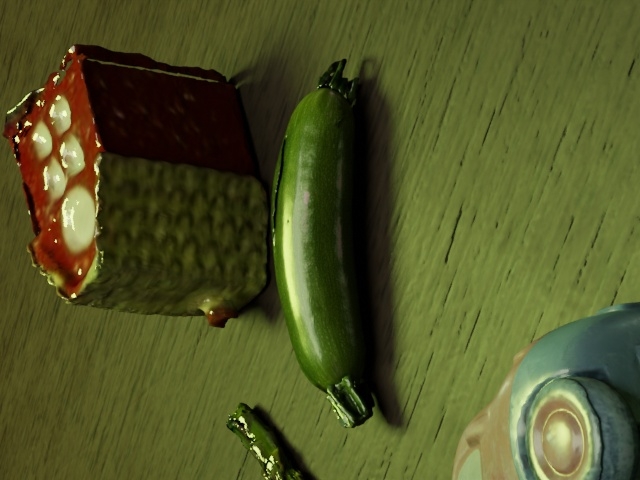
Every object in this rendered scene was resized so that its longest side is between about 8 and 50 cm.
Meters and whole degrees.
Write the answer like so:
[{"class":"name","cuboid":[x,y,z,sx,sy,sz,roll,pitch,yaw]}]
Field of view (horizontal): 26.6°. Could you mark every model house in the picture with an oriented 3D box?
[{"class":"model house","cuboid":[-0.165,-0.035,1.269,0.160,0.196,0.254,-45,53,37]}]

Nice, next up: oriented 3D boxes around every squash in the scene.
[{"class":"squash","cuboid":[-0.002,0.001,1.153,0.080,0.071,0.319,-15,74,49]}]

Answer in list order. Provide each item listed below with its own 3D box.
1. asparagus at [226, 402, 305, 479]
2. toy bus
[{"class":"asparagus","cuboid":[-0.039,0.205,1.209,0.036,0.030,0.165,-46,45,7]},{"class":"toy bus","cuboid":[0.182,0.195,0.810,0.232,0.197,0.294,-34,61,57]}]
